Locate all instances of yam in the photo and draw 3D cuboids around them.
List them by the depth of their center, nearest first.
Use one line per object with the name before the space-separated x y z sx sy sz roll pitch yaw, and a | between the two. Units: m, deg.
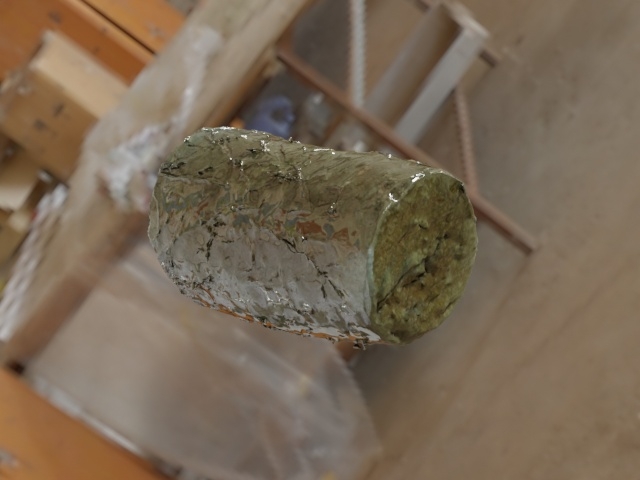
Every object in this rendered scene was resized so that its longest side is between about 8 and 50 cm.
yam | 0.000 0.000 0.834 0.183 0.107 0.107 11 64 53
